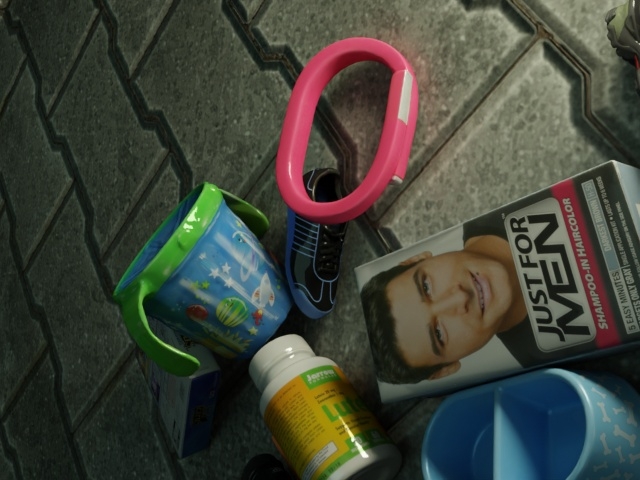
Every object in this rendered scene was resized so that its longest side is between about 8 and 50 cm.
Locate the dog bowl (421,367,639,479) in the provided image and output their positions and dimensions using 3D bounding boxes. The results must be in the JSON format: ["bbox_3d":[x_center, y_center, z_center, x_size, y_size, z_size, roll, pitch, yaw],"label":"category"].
[{"bbox_3d":[0.223,0.232,0.828,0.297,0.074,0.166,-32,42,52],"label":"dog bowl"}]

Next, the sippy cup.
[{"bbox_3d":[-0.167,0.065,1.161,0.305,0.224,0.240,-54,16,-14],"label":"sippy cup"}]

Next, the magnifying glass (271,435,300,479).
[{"bbox_3d":[-0.011,0.391,1.145,0.231,0.026,0.092,53,122,35],"label":"magnifying glass"}]

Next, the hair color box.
[{"bbox_3d":[0.224,0.067,0.878,0.374,0.113,0.185,-26,68,41],"label":"hair color box"}]

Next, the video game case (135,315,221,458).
[{"bbox_3d":[-0.261,0.216,1.320,0.244,0.061,0.269,55,147,32],"label":"video game case"}]

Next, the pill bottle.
[{"bbox_3d":[-0.004,0.257,1.071,0.245,0.136,0.136,51,120,35],"label":"pill bottle"}]

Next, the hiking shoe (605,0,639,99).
[{"bbox_3d":[0.386,-0.183,0.759,0.114,0.086,0.227,-40,58,39],"label":"hiking shoe"}]

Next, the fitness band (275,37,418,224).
[{"bbox_3d":[0.037,-0.163,1.086,0.209,0.054,0.291,4,75,36],"label":"fitness band"}]

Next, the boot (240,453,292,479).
[{"bbox_3d":[-0.061,0.477,1.113,0.207,0.094,0.246,30,110,51],"label":"boot"}]

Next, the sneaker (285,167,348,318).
[{"bbox_3d":[0.000,0.000,1.132,0.090,0.081,0.232,-23,69,49],"label":"sneaker"}]
